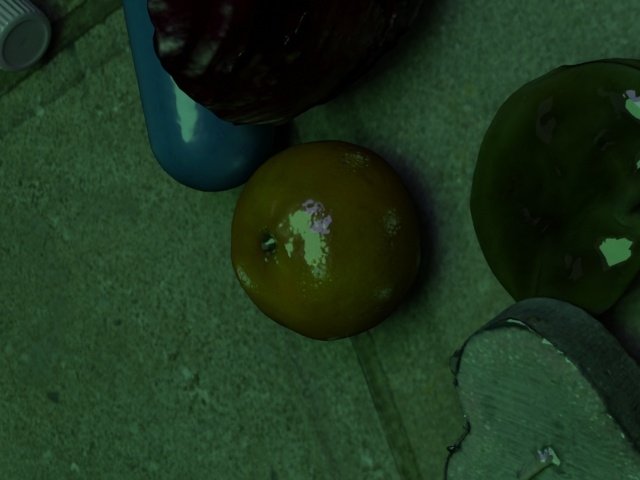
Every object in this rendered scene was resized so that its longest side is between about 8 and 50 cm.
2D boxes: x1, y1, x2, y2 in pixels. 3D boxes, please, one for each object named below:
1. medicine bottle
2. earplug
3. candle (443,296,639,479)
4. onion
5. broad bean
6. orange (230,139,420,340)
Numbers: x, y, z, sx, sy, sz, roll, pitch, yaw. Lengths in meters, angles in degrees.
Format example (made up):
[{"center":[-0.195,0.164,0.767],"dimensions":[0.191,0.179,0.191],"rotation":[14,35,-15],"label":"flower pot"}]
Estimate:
[{"center":[-0.340,-0.237,1.396],"dimensions":[0.203,0.083,0.083],"rotation":[37,116,31],"label":"medicine bottle"},{"center":[-0.099,-0.175,1.187],"dimensions":[0.132,0.132,0.273],"rotation":[-4,95,39],"label":"earplug"},{"center":[0.171,0.140,1.012],"dimensions":[0.168,0.068,0.192],"rotation":[19,121,25],"label":"candle"},{"center":[-0.011,-0.221,1.032],"dimensions":[0.146,0.280,0.314],"rotation":[14,103,22],"label":"onion"},{"center":[0.177,-0.037,1.008],"dimensions":[0.153,0.072,0.207],"rotation":[53,123,23],"label":"broad bean"},{"center":[0.000,0.000,1.120],"dimensions":[0.156,0.124,0.156],"rotation":[2,94,35],"label":"orange"}]
